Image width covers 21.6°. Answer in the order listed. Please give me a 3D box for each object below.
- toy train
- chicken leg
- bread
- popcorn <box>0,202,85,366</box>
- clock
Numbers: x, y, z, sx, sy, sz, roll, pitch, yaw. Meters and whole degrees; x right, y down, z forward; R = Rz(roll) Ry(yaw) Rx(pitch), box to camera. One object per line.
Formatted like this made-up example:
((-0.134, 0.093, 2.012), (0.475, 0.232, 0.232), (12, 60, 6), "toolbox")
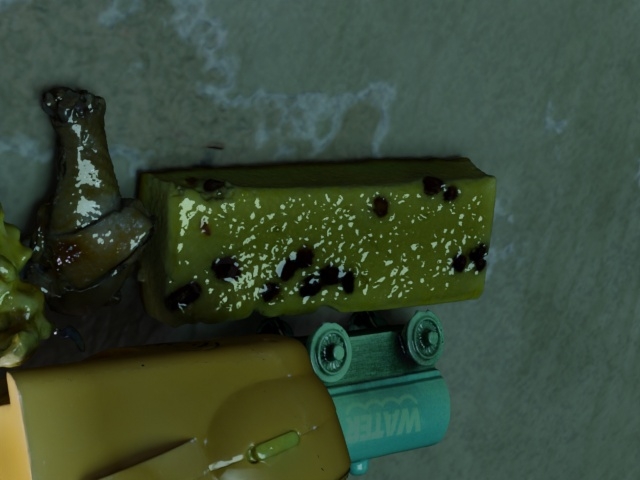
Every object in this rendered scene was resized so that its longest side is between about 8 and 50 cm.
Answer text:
((0.031, 0.145, 1.605), (0.248, 0.101, 0.159), (-3, 88, -46), "toy train")
((-0.200, -0.028, 1.440), (0.125, 0.080, 0.196), (13, 103, -23), "chicken leg")
((0.000, 0.000, 1.577), (0.361, 0.077, 0.138), (-4, 112, -31), "bread")
((-0.296, 0.029, 1.325), (0.173, 0.195, 0.168), (44, 65, -33), "popcorn")
((-0.132, 0.172, 1.370), (0.317, 0.244, 0.200), (-14, 92, -32), "clock")
